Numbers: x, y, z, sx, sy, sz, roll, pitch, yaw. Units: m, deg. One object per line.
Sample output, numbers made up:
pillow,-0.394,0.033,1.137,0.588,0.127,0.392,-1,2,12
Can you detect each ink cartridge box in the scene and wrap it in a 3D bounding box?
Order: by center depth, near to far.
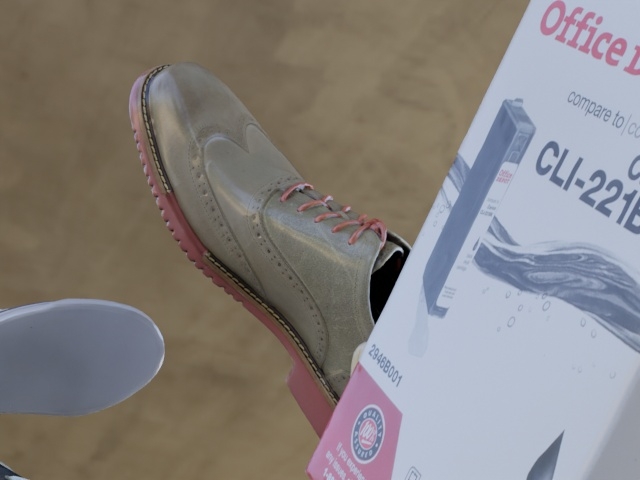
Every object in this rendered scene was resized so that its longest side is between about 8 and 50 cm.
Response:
ink cartridge box,0.124,0.037,0.651,0.114,0.273,0.197,21,10,-25

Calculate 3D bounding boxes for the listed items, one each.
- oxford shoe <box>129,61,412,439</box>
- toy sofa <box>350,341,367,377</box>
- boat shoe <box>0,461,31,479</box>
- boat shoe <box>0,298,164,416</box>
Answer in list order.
oxford shoe,0.000,0.000,1.103,0.348,0.123,0.130,53,-49,1
toy sofa,0.101,0.241,1.028,0.177,0.362,0.150,14,3,42
boat shoe,-0.232,0.177,1.028,0.233,0.084,0.079,19,-21,22
boat shoe,-0.260,0.098,1.231,0.267,0.096,0.088,-16,19,-9
